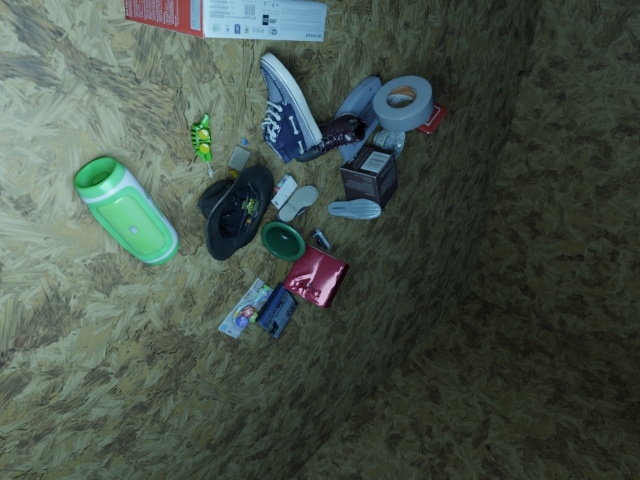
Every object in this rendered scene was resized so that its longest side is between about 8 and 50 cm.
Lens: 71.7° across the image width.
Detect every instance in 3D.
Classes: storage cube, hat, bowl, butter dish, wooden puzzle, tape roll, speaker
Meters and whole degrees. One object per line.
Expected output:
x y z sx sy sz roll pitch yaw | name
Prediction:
-0.010 0.143 1.770 0.193 0.184 0.215 -63 169 -3 | storage cube
-0.279 -0.106 1.338 0.331 0.134 0.331 -56 163 -26 | hat
0.281 -0.421 1.898 0.170 0.080 0.170 -31 136 -36 | bowl
0.465 -0.554 2.013 0.159 0.160 0.118 -53 169 -14 | butter dish
-0.107 -0.042 1.641 0.173 0.208 0.183 45 46 -12 | hat
-0.254 -0.253 1.374 0.116 0.014 0.078 -60 151 -1 | wooden puzzle
0.310 -0.512 1.656 0.219 0.219 0.072 -53 146 -13 | tape roll
-0.476 -0.064 1.116 0.131 0.131 0.296 -47 144 -21 | speaker

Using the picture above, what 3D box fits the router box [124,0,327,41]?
-0.206 -0.513 0.991 0.336 0.301 0.082 -23 130 -42 | router box

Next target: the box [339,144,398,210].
0.203 -0.256 1.817 0.168 0.167 0.203 -53 147 -29 | box

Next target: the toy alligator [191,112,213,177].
-0.332 -0.261 1.236 0.052 0.056 0.189 1 123 -7 | toy alligator

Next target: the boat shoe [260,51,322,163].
-0.125 -0.385 1.357 0.158 0.127 0.340 -40 134 -5 | boat shoe

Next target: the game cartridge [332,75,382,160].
0.148 -0.477 1.710 0.294 0.060 0.196 -54 149 -11 | game cartridge

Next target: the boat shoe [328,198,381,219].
0.147 -0.130 1.819 0.076 0.226 0.083 12 86 -66 | boat shoe

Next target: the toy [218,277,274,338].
-0.267 0.272 1.693 0.237 0.056 0.137 -55 145 -10 | toy

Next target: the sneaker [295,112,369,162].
0.045 -0.354 1.520 0.281 0.162 0.106 -36 122 -14 | sneaker

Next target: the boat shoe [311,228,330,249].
0.000 0.000 1.866 0.040 0.049 0.142 -37 141 -3 | boat shoe

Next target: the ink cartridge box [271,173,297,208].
-0.136 -0.174 1.572 0.115 0.029 0.063 -53 146 -10 | ink cartridge box

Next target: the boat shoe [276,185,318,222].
-0.091 -0.133 1.652 0.206 0.075 0.065 -45 -174 -32 | boat shoe

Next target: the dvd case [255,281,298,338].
-0.173 0.290 1.810 0.180 0.022 0.253 -58 156 -18 | dvd case
